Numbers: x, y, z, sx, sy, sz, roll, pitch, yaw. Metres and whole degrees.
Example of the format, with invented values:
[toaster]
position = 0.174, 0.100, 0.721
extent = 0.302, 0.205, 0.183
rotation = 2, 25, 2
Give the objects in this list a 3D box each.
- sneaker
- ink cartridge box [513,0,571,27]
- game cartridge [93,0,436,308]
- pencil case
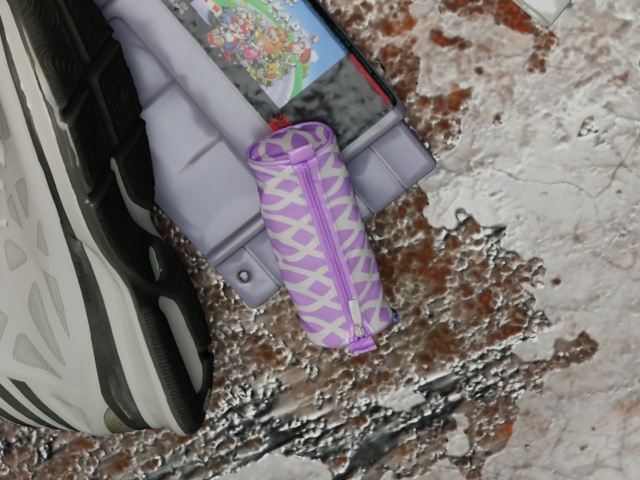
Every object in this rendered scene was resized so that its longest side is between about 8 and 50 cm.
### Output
[sneaker]
position = -0.270, -0.008, 1.192
extent = 0.257, 0.169, 0.447
rotation = -8, 118, 13
[ink cartridge box]
position = 0.209, -0.289, 1.148
extent = 0.087, 0.153, 0.208
rotation = 35, 103, -11
[game cartridge]
position = -0.087, -0.136, 1.246
extent = 0.230, 0.068, 0.355
rotation = -37, 105, 15
[pencil case]
position = 0.000, 0.000, 1.222
extent = 0.086, 0.088, 0.206
rotation = -20, 114, 1
